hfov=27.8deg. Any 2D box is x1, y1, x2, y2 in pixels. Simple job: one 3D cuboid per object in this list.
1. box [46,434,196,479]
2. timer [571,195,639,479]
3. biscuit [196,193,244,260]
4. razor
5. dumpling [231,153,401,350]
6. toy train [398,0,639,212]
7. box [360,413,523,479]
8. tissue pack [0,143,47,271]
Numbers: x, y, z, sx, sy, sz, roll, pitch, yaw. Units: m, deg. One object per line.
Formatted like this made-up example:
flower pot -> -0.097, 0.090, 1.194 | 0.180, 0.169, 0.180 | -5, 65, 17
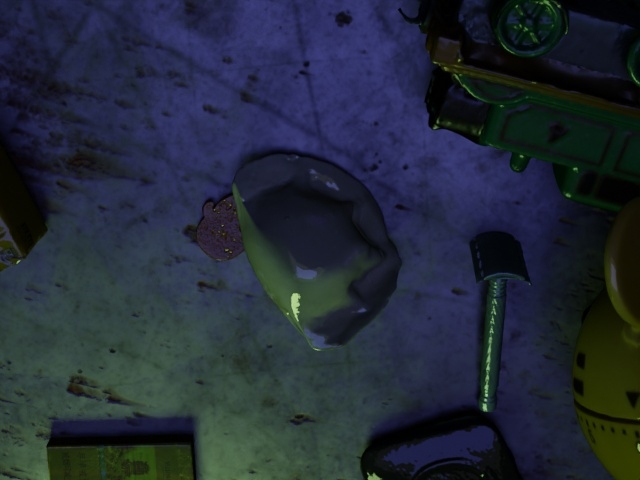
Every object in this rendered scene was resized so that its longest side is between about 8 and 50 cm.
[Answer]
box -> -0.263, 0.321, 1.720 | 0.193, 0.030, 0.121 | -1, 107, 0
timer -> 0.455, 0.119, 1.504 | 0.376, 0.376, 0.387 | -11, 95, 4
biscuit -> -0.118, -0.020, 1.621 | 0.091, 0.015, 0.078 | -42, 101, 12
razor -> 0.221, 0.115, 1.634 | 0.068, 0.106, 0.232 | 1, 119, 1
dumpling -> 0.000, 0.000, 1.585 | 0.179, 0.131, 0.252 | -30, 85, -15
toy train -> 0.286, -0.177, 1.495 | 0.429, 0.178, 0.249 | 14, 118, -4
box -> 0.171, 0.339, 1.715 | 0.201, 0.042, 0.213 | -19, 107, 6
tissue pack -> -0.407, -0.052, 1.559 | 0.082, 0.120, 0.169 | -24, 105, 9
